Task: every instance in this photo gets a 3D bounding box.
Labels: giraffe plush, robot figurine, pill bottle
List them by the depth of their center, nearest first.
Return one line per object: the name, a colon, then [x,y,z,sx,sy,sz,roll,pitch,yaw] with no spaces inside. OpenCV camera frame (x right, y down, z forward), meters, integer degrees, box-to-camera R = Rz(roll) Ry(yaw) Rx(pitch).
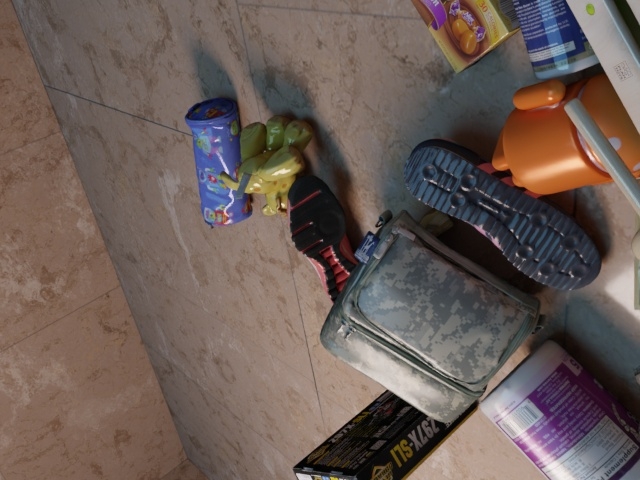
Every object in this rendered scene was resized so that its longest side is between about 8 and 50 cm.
pill bottle: [0.273,-0.282,0.737,0.094,0.094,0.169,-2,116,54]
robot figurine: [0.315,-0.129,0.780,0.219,0.128,0.158,-14,100,56]
pill bottle: [0.414,0.316,0.992,0.301,0.169,0.169,46,146,17]
giraffe plush: [-0.080,-0.128,1.305,0.181,0.210,0.170,17,161,39]

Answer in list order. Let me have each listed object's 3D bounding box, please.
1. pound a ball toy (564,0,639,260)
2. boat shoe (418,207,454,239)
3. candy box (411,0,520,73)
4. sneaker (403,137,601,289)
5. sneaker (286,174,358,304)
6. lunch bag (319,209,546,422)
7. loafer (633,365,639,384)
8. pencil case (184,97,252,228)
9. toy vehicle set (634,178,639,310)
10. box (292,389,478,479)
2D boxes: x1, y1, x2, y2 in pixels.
pound a ball toy: [0.343,-0.162,0.601,0.319,0.208,0.136,62,166,1]
boat shoe: [0.190,0.005,1.134,0.048,0.056,0.153,48,140,23]
candy box: [0.182,-0.336,0.854,0.186,0.053,0.109,57,148,-2]
sneaker: [0.275,-0.054,0.943,0.319,0.131,0.112,36,118,-1]
sneaker: [0.000,0.001,1.310,0.314,0.116,0.136,67,173,-28]
lunch bag: [0.179,0.114,1.060,0.305,0.212,0.256,33,128,4]
loafer: [0.492,0.104,0.798,0.084,0.096,0.267,64,145,26]
pencil case: [-0.239,-0.179,1.489,0.133,0.119,0.306,12,129,20]
toy vehicle set: [0.474,0.011,0.689,0.267,0.035,0.166,5,99,59]
box: [0.131,0.408,1.306,0.079,0.322,0.257,59,147,0]
